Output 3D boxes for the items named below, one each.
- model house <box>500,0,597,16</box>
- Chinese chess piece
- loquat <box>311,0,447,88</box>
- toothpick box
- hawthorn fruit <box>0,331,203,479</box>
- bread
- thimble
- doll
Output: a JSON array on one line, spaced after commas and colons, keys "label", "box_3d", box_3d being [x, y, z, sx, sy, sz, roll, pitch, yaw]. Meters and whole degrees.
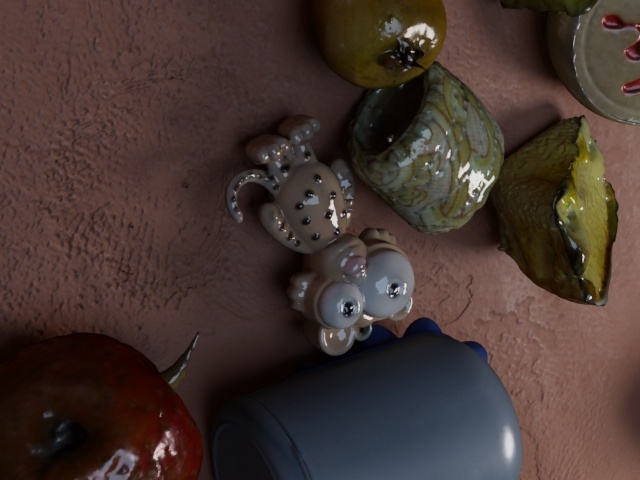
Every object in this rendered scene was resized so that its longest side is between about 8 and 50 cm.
[{"label": "model house", "box_3d": [0.239, -0.391, 1.531, 0.193, 0.175, 0.234, -51, 126, -6]}, {"label": "Chinese chess piece", "box_3d": [0.396, -0.261, 1.665, 0.250, 0.103, 0.249, -5, 119, -9]}, {"label": "loquat", "box_3d": [0.063, -0.235, 1.495, 0.137, 0.163, 0.163, -40, 126, 22]}, {"label": "toothpick box", "box_3d": [0.071, 0.232, 1.602, 0.355, 0.263, 0.263, -17, 113, -26]}, {"label": "hawthorn fruit", "box_3d": [-0.248, 0.225, 1.411, 0.262, 0.258, 0.258, -18, 114, -44]}, {"label": "bread", "box_3d": [0.277, -0.026, 1.692, 0.251, 0.133, 0.174, -70, 143, -50]}, {"label": "thimble", "box_3d": [0.124, -0.116, 1.574, 0.143, 0.137, 0.190, 41, 60, -33]}, {"label": "doll", "box_3d": [0.001, -0.002, 1.553, 0.154, 0.119, 0.278, -41, 116, -17]}]
